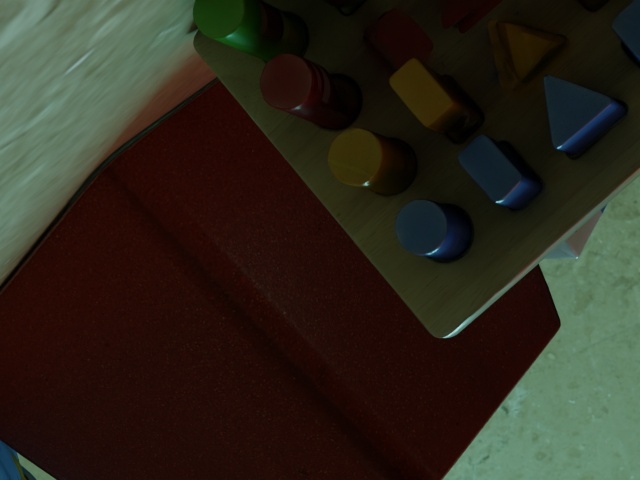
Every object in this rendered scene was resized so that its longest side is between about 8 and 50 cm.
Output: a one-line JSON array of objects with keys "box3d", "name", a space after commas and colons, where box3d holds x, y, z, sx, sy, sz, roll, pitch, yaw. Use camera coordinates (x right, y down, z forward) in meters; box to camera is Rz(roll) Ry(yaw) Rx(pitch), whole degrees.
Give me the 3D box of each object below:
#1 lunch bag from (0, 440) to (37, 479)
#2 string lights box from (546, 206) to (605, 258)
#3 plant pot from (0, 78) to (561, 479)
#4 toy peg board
[{"box3d": [-0.306, 0.229, 0.925, 0.293, 0.138, 0.221, -31, -168, -6], "name": "lunch bag"}, {"box3d": [0.141, -0.128, 0.856, 0.076, 0.133, 0.260, -2, -135, 47], "name": "string lights box"}, {"box3d": [-0.021, 0.045, 0.902, 0.267, 0.236, 0.267, -43, 180, -44], "name": "plant pot"}, {"box3d": [0.045, -0.075, 0.552, 0.161, 0.161, 0.079, -43, 165, 13], "name": "toy peg board"}]
